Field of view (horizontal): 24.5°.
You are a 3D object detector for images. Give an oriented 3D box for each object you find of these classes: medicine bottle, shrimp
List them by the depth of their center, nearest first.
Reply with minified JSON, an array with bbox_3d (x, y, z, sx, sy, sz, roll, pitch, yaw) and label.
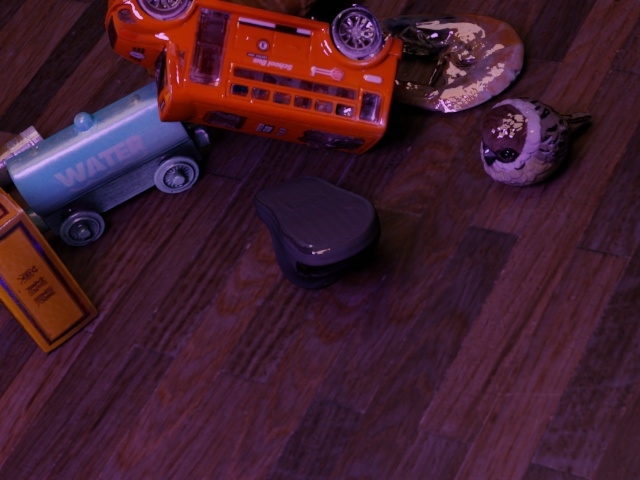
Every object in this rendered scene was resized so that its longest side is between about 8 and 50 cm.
[{"bbox_3d":[0.121,-0.221,1.765,0.251,0.052,0.143,11,59,32],"label":"shrimp"},{"bbox_3d":[-0.395,-0.108,1.916,0.083,0.047,0.047,-37,45,-8],"label":"medicine bottle"}]

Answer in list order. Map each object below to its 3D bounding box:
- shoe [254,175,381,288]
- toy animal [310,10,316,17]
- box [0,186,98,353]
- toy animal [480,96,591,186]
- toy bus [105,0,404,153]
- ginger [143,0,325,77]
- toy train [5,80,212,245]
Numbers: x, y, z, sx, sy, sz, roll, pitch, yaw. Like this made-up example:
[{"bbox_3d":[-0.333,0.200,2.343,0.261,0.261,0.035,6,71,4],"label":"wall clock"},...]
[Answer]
[{"bbox_3d":[0.000,0.000,1.612,0.108,0.093,0.241,-18,21,-13],"label":"shoe"},{"bbox_3d":[-0.005,-0.381,1.977,0.075,0.041,0.217,-24,49,7],"label":"toy animal"},{"bbox_3d":[-0.399,-0.019,1.735,0.084,0.193,0.301,-40,46,-11],"label":"box"},{"bbox_3d":[0.231,-0.121,1.592,0.137,0.098,0.098,-37,45,-9],"label":"toy animal"},{"bbox_3d":[-0.083,-0.196,1.663,0.329,0.143,0.153,11,80,-11],"label":"toy bus"},{"bbox_3d":[-0.099,-0.321,1.882,0.357,0.152,0.274,-53,23,-10],"label":"ginger"},{"bbox_3d":[-0.255,-0.098,1.765,0.248,0.159,0.101,-28,50,-1],"label":"toy train"}]
